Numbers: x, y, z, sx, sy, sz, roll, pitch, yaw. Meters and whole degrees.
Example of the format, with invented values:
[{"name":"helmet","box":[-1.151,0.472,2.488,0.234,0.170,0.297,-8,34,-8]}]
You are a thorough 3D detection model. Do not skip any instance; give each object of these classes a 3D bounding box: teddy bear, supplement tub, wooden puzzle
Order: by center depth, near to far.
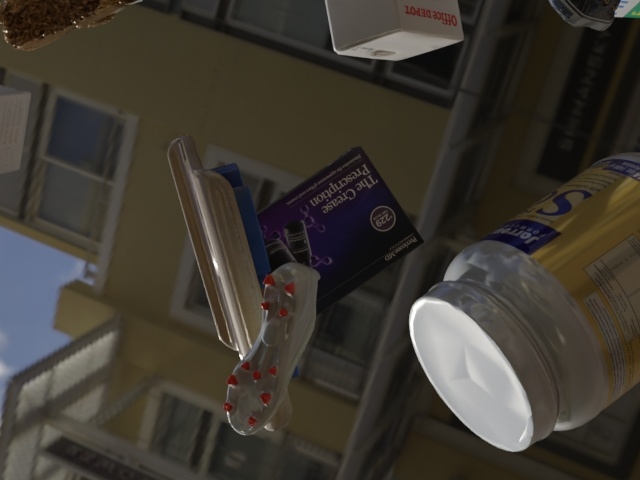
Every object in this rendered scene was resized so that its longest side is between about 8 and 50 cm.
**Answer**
[{"name":"supplement tub","box":[0.293,0.070,1.317,0.331,0.241,0.241,-31,-31,-23]},{"name":"wooden puzzle","box":[-0.101,0.034,1.431,0.348,0.081,0.322,-140,34,-72]},{"name":"teddy bear","box":[-0.384,-0.432,1.910,0.113,0.338,0.245,69,-157,-3]}]

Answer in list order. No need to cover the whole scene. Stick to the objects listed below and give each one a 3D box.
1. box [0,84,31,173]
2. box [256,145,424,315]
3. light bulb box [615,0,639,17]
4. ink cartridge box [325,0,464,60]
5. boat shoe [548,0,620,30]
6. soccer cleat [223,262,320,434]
[{"name":"box","box":[-0.527,-0.169,1.725,0.170,0.091,0.130,-36,-40,-74]},{"name":"box","box":[0.000,0.000,1.763,0.261,0.184,0.103,-35,6,-3]},{"name":"light bulb box","box":[0.609,-0.544,1.755,0.225,0.361,0.357,121,148,-74]},{"name":"ink cartridge box","box":[0.089,-0.400,1.574,0.198,0.115,0.272,-9,-92,-56]},{"name":"boat shoe","box":[0.323,-0.286,1.281,0.083,0.065,0.183,-41,-7,28]},{"name":"soccer cleat","box":[-0.045,0.118,1.213,0.076,0.068,0.196,-1,-68,-59]}]
